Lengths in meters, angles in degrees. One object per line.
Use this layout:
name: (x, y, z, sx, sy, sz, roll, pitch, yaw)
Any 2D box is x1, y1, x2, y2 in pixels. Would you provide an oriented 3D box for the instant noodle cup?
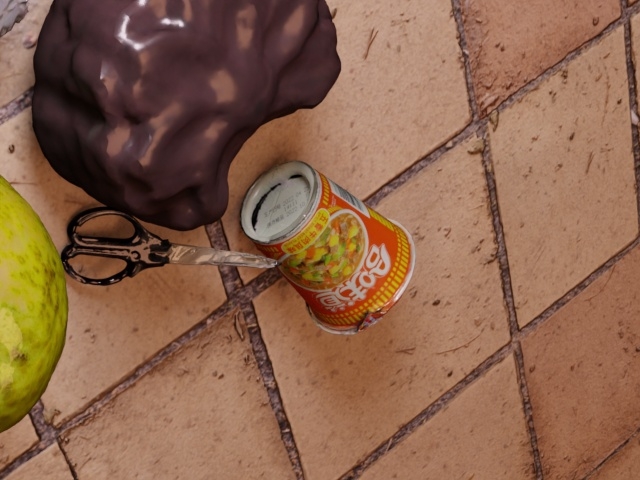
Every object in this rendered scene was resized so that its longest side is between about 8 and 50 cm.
instant noodle cup: (0.000, 0.000, 2.297, 0.193, 0.193, 0.212, -52, 133, -4)

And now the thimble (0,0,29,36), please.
thimble: (-0.389, -0.275, 1.745, 0.151, 0.127, 0.118, -30, 136, -34)

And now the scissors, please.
scissors: (-0.187, 0.018, 2.159, 0.300, 0.022, 0.109, 7, 112, -24)

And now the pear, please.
pear: (-0.442, 0.067, 1.750, 0.391, 0.391, 0.391, -25, 132, -31)

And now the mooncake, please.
mooncake: (-0.157, -0.207, 1.946, 0.381, 0.212, 0.350, -56, 140, -9)
